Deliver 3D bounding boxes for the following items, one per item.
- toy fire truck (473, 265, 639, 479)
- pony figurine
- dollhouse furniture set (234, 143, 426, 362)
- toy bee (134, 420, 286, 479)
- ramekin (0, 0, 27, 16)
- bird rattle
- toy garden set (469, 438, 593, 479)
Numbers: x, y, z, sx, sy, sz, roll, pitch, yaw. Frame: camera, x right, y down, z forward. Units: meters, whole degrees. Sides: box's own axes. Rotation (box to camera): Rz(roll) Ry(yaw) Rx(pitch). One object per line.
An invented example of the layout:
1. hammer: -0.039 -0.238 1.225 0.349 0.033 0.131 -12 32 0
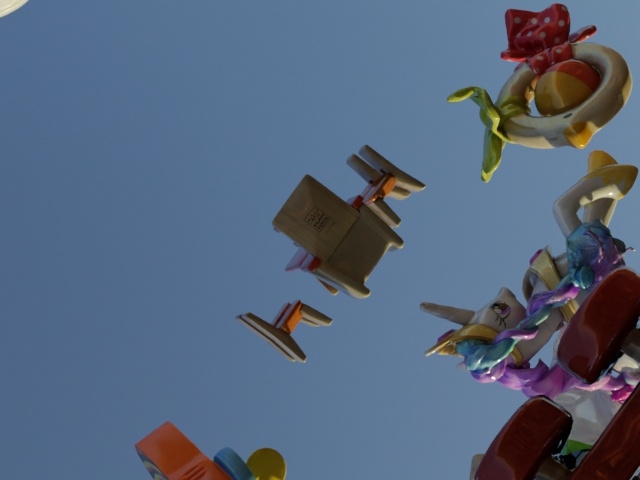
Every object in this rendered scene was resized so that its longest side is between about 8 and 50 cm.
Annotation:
1. toy fire truck: 0.270 0.175 1.044 0.169 0.302 0.254 34 180 24
2. pony figurine: 0.319 0.104 1.336 0.351 0.303 0.363 46 -118 2
3. dollhouse furniture set: 0.000 0.000 1.469 0.135 0.259 0.262 36 -99 -5
4. toy bee: -0.116 0.336 1.435 0.298 0.195 0.162 -120 8 -61
5. ramekin: -0.440 -0.384 1.531 0.207 0.109 0.207 1 -95 -9
6. bird rattle: 0.279 -0.177 1.485 0.253 0.207 0.143 -43 -52 -28
7. toy garden set: 0.232 0.300 1.359 0.204 0.244 0.049 16 -131 -2
